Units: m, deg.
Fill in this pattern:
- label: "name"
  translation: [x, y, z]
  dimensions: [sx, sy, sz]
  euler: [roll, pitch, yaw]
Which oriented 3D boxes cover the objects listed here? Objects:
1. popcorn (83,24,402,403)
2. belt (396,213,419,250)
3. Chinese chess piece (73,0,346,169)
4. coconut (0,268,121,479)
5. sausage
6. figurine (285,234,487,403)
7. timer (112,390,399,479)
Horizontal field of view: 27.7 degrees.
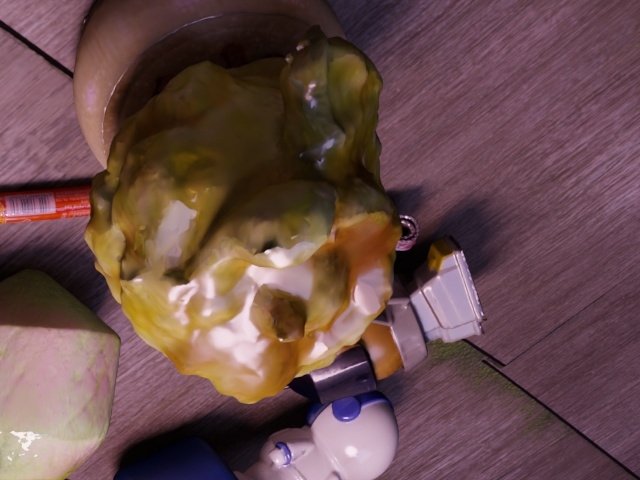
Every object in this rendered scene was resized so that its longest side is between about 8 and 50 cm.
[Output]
- label: "popcorn"
  translation: [-0.064, -0.022, 1.143]
  dimensions: [0.279, 0.274, 0.335]
  euler: [-3, 135, 20]
- label: "belt"
  translation: [0.000, 0.000, 1.525]
  dimensions: [0.232, 0.071, 0.053]
  euler: [-12, 146, -13]
- label: "Chinese chess piece"
  translation: [-0.103, -0.154, 1.254]
  dimensions: [0.270, 0.112, 0.270]
  euler: [-14, 140, -13]
- label: "coconut"
  translation: [-0.321, 0.146, 1.409]
  dimensions: [0.205, 0.236, 0.236]
  euler: [-6, 155, 35]
- label: "sausage"
  translation: [-0.296, -0.036, 1.341]
  dimensions: [0.129, 0.034, 0.034]
  euler: [-7, 138, -23]
- label: "figurine"
  translation: [0.060, 0.110, 1.620]
  dimensions: [0.308, 0.143, 0.308]
  euler: [-18, 140, -15]
- label: "timer"
  translation: [-0.058, 0.331, 1.763]
  dimensions: [0.383, 0.270, 0.270]
  euler: [-32, 144, -17]
